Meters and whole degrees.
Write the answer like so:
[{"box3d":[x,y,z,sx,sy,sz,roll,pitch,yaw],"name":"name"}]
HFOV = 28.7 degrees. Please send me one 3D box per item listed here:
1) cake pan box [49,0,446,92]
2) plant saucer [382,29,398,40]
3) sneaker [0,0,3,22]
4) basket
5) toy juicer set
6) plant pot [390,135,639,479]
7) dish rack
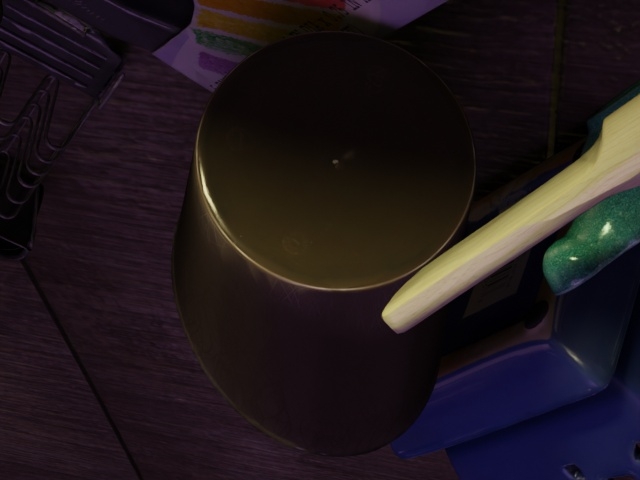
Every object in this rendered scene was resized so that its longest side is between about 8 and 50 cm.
[{"box3d":[-0.069,-0.174,0.585,0.246,0.070,0.267,33,157,-22],"name":"cake pan box"},{"box3d":[-0.058,-0.168,0.726,0.241,0.037,0.241,11,149,7],"name":"plant saucer"},{"box3d":[-0.227,-0.198,0.708,0.086,0.064,0.192,-8,128,34],"name":"sneaker"},{"box3d":[0.000,0.000,0.661,0.154,0.204,0.227,-25,166,-12],"name":"basket"},{"box3d":[0.193,-0.054,0.544,0.089,0.329,0.209,54,136,1],"name":"toy juicer set"},{"box3d":[0.190,0.070,0.816,0.212,0.236,0.236,34,146,-16],"name":"plant pot"},{"box3d":[-0.264,-0.101,0.894,0.208,0.074,0.271,26,147,-18],"name":"dish rack"}]
